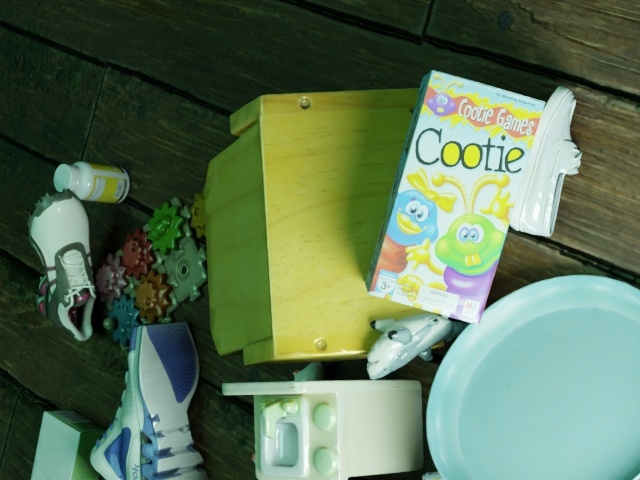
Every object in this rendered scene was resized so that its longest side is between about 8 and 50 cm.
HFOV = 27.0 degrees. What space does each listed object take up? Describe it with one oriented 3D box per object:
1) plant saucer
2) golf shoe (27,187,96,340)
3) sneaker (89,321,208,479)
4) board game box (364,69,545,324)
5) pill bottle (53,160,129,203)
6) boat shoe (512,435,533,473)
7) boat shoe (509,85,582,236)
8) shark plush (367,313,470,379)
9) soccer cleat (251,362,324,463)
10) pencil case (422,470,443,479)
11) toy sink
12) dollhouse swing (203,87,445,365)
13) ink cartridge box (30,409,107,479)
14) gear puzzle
[{"bbox_3d":[0.272,0.184,1.536,0.318,0.043,0.317,-21,46,23],"label":"plant saucer"},{"bbox_3d":[-0.407,0.040,2.184,0.120,0.105,0.273,44,144,39],"label":"golf shoe"},{"bbox_3d":[-0.285,0.287,2.069,0.182,0.127,0.315,-13,79,39],"label":"sneaker"},{"bbox_3d":[0.160,-0.054,1.627,0.142,0.144,0.275,15,94,-1],"label":"board game box"},{"bbox_3d":[-0.379,-0.097,2.201,0.065,0.116,0.065,-6,82,42],"label":"pill bottle"},{"bbox_3d":[0.275,0.377,1.529,0.097,0.116,0.324,-5,73,46],"label":"boat shoe"},{"bbox_3d":[0.285,-0.094,1.622,0.063,0.066,0.184,20,93,21],"label":"boat shoe"},{"bbox_3d":[0.130,0.126,1.690,0.073,0.161,0.067,11,113,60],"label":"shark plush"},{"bbox_3d":[-0.029,0.261,1.881,0.076,0.068,0.196,33,110,24],"label":"soccer cleat"},{"bbox_3d":[0.189,0.411,1.625,0.124,0.113,0.273,-6,82,24],"label":"pencil case"},{"bbox_3d":[0.003,0.248,1.731,0.153,0.234,0.131,-8,81,42],"label":"toy sink"},{"bbox_3d":[0.000,0.000,1.861,0.305,0.315,0.346,119,148,-79],"label":"dollhouse swing"},{"bbox_3d":[-0.431,0.400,2.239,0.109,0.062,0.209,19,100,42],"label":"ink cartridge box"},{"bbox_3d":[-0.255,0.034,2.121,0.339,0.044,0.175,-40,60,33],"label":"gear puzzle"}]
